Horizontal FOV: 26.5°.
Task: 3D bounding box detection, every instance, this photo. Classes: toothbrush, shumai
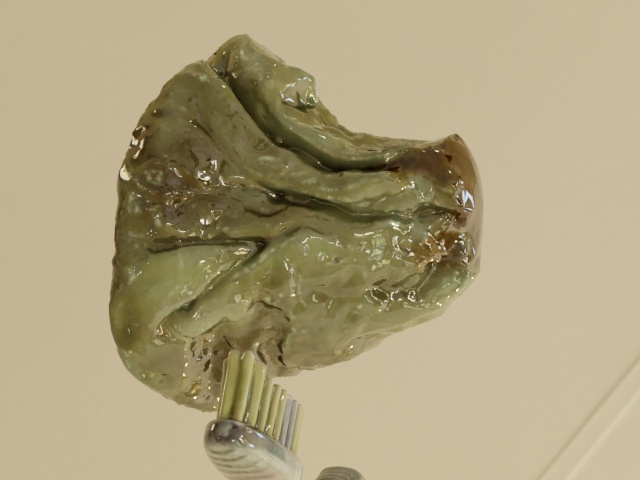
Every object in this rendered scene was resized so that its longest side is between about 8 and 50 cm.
[{"bbox_3d":[0.019,0.118,0.579,0.028,0.375,0.037,2,-111,16],"label":"toothbrush"},{"bbox_3d":[0.000,0.000,1.132,0.263,0.309,0.304,5,-135,28],"label":"shumai"}]
